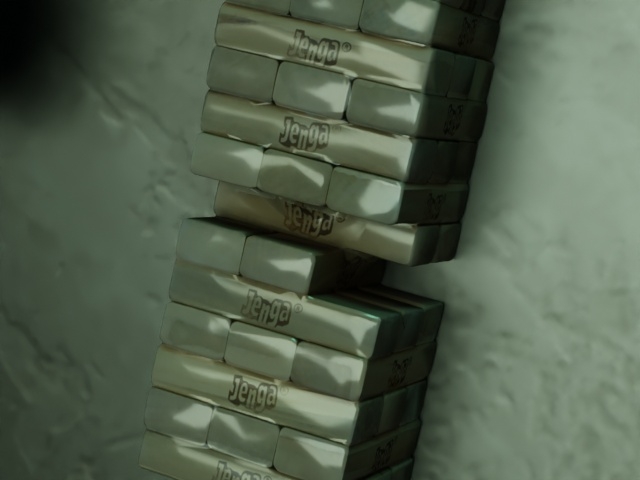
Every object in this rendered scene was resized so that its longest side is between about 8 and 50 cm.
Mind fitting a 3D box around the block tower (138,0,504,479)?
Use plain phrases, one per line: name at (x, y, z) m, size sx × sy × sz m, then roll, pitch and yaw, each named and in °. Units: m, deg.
block tower at (0.000, 0.000, 0.701) m, size 0.097 × 0.091 × 0.335 m, roll 15°, pitch 98°, yaw 19°
